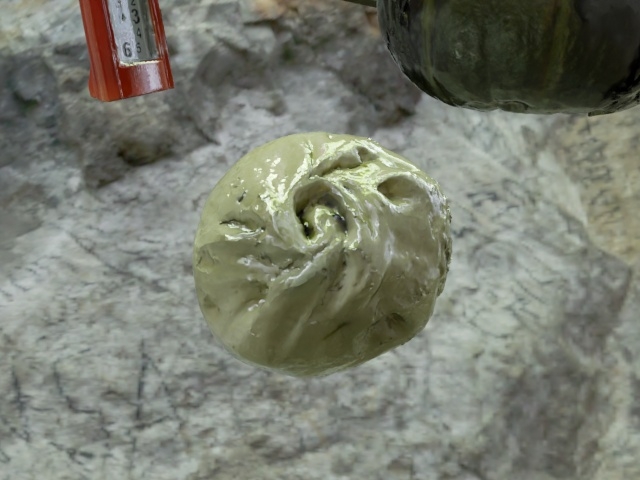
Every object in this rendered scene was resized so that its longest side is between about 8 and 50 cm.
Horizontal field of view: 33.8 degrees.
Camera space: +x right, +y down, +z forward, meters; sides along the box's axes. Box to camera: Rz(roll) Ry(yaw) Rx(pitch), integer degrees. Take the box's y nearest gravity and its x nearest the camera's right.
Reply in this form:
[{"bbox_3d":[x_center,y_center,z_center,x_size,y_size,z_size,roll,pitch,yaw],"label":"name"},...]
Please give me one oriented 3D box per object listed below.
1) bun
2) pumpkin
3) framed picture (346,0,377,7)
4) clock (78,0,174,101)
[{"bbox_3d":[0.000,0.000,1.367,0.362,0.234,0.326,-31,-116,-16],"label":"bun"},{"bbox_3d":[0.211,-0.232,1.040,0.320,0.320,0.192,-17,-59,-37],"label":"pumpkin"},{"bbox_3d":[0.090,-0.376,1.234,0.189,0.023,0.260,11,-117,-6],"label":"framed picture"},{"bbox_3d":[-0.222,-0.234,1.152,0.113,0.061,0.155,-30,-65,-62],"label":"clock"}]
